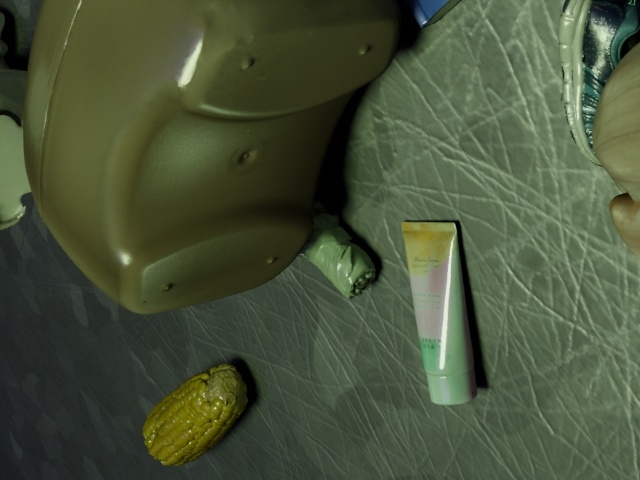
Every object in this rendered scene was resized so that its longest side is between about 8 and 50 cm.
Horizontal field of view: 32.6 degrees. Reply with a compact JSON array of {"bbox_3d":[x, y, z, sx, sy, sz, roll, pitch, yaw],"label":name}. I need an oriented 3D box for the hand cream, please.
[{"bbox_3d":[0.114,0.067,1.044,0.076,0.047,0.174,3,104,53],"label":"hand cream"}]

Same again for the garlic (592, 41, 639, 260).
[{"bbox_3d":[0.251,-0.078,0.668,0.191,0.160,0.214,-4,112,38],"label":"garlic"}]

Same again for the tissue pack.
[{"bbox_3d":[-0.123,-0.148,1.004,0.277,0.267,0.387,49,136,27],"label":"tissue pack"}]

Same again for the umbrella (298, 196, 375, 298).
[{"bbox_3d":[0.000,0.000,1.137,0.143,0.062,0.067,41,169,28],"label":"umbrella"}]

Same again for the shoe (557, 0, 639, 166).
[{"bbox_3d":[0.212,-0.120,0.789,0.071,0.064,0.143,7,124,28],"label":"shoe"}]

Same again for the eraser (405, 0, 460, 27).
[{"bbox_3d":[0.086,-0.229,0.905,0.084,0.027,0.063,60,146,5],"label":"eraser"}]

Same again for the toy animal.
[{"bbox_3d":[-0.473,-0.199,1.527,0.357,0.194,0.258,51,153,32],"label":"toy animal"}]

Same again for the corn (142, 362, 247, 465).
[{"bbox_3d":[-0.169,0.236,1.463,0.097,0.097,0.261,57,143,10],"label":"corn"}]
